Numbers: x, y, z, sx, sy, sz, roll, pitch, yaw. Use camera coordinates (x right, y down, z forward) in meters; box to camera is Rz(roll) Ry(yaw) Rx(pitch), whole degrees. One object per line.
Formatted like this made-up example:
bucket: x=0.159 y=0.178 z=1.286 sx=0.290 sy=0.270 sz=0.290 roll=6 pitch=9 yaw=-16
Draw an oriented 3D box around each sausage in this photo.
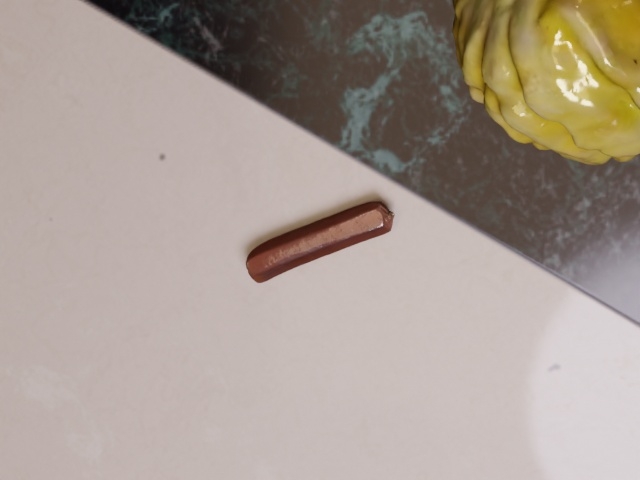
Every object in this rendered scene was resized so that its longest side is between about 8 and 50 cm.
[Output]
sausage: x=0.000 y=0.000 z=1.413 sx=0.147 sy=0.035 sz=0.030 roll=-22 pitch=124 yaw=13

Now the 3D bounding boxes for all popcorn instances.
popcorn: x=0.277 y=-0.217 z=1.204 sx=0.382 sy=0.349 sz=0.349 roll=10 pitch=101 yaw=-19
